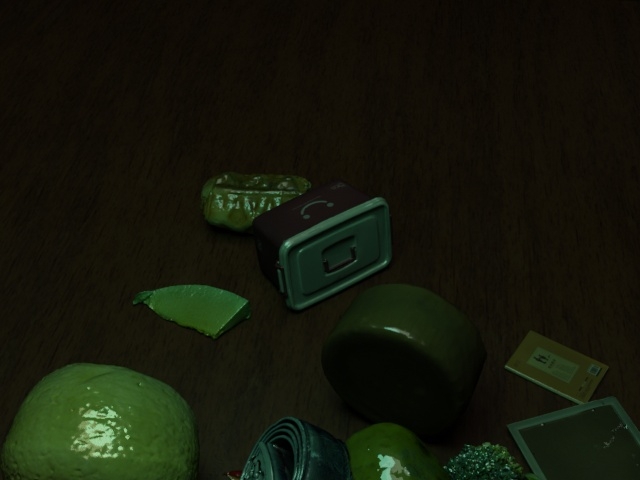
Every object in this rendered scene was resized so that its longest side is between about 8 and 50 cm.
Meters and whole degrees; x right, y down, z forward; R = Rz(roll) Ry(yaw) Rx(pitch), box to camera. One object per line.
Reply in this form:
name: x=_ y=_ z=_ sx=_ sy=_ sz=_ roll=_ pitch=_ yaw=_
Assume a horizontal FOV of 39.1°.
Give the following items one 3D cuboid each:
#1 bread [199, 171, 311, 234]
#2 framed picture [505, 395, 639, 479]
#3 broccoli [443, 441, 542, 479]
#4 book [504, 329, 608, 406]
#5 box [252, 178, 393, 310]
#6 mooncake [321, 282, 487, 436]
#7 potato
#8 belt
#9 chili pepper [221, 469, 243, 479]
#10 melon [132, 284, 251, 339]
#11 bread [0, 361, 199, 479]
bread: x=-0.150 y=-0.086 z=2.111 sx=0.268 sy=0.130 sz=0.152 roll=4 pitch=51 yaw=6
framed picture: x=0.496 y=0.415 z=1.602 sx=0.231 sy=0.018 sz=0.293 roll=-12 pitch=43 yaw=-11
broccoli: x=0.302 y=0.431 z=1.522 sx=0.194 sy=0.194 sz=0.220 roll=-35 pitch=28 yaw=-32
book: x=0.469 y=0.252 z=1.792 sx=0.172 sy=0.012 sz=0.118 roll=25 pitch=48 yaw=27
box: x=0.000 y=0.000 z=1.971 sx=0.294 sy=0.193 sz=0.167 roll=-25 pitch=38 yaw=-24
mooncake: x=0.154 y=0.213 z=1.642 sx=0.284 sy=0.284 sz=0.155 roll=14 pitch=44 yaw=17
potato: x=0.121 y=0.442 z=1.421 sx=0.216 sy=0.216 sz=0.304 roll=-15 pitch=70 yaw=-15
belt: x=-0.048 y=0.391 z=1.421 sx=0.116 sy=0.206 sz=0.267 roll=30 pitch=-4 yaw=-19
chili pepper: x=-0.049 y=0.453 z=1.558 sx=0.268 sy=0.050 sz=0.059 roll=17 pitch=89 yaw=23
melon: x=-0.278 y=0.149 z=1.924 sx=0.262 sy=0.053 sz=0.114 roll=9 pitch=61 yaw=17
bread: x=-0.360 y=0.357 z=1.488 sx=0.321 sy=0.320 sz=0.237 roll=5 pitch=45 yaw=7
